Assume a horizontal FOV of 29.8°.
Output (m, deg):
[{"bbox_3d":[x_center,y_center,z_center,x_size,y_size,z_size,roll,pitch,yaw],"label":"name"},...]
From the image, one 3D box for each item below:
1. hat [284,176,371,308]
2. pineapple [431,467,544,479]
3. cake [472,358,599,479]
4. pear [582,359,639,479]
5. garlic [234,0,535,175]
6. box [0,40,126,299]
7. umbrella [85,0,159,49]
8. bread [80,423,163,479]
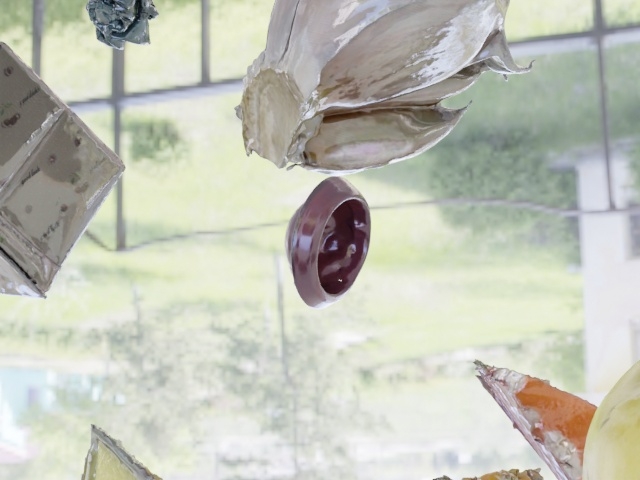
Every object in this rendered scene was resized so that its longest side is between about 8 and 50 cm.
[{"bbox_3d":[0.000,0.000,1.836,0.089,0.206,0.205,13,177,31],"label":"hat"},{"bbox_3d":[0.134,0.323,1.269,0.249,0.140,0.164,-17,153,2],"label":"pineapple"},{"bbox_3d":[0.300,0.248,1.511,0.287,0.135,0.098,33,179,5],"label":"cake"},{"bbox_3d":[0.362,0.194,0.858,0.348,0.348,0.348,-1,168,0],"label":"pear"},{"bbox_3d":[0.062,-0.171,1.118,0.292,0.237,0.210,-26,-153,-15],"label":"garlic"},{"bbox_3d":[-0.416,-0.079,1.358,0.297,0.190,0.225,1,143,42],"label":"box"},{"bbox_3d":[-0.229,-0.432,1.745,0.094,0.349,0.143,21,149,9],"label":"umbrella"},{"bbox_3d":[-0.214,0.481,1.400,0.345,0.405,0.242,11,152,46],"label":"bread"}]
